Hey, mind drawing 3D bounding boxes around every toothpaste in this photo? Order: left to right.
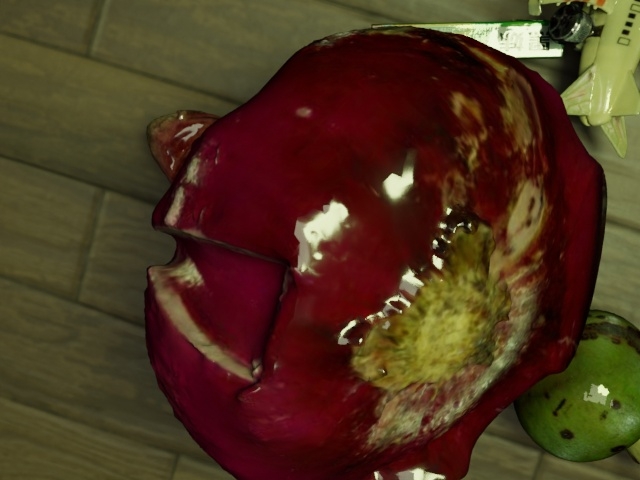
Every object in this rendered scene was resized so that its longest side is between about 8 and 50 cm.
[{"bbox_3d":[0.136,-0.188,0.844,0.178,0.043,0.037,0,97,4],"label":"toothpaste"}]

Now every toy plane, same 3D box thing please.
[{"bbox_3d":[0.267,-0.206,0.794,0.229,0.092,0.244,22,76,-36],"label":"toy plane"}]

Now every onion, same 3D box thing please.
[{"bbox_3d":[0.000,0.000,0.769,0.420,0.398,0.398,25,100,44],"label":"onion"}]

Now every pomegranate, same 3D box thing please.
[{"bbox_3d":[0.265,0.140,0.827,0.169,0.148,0.148,20,98,-9],"label":"pomegranate"}]
